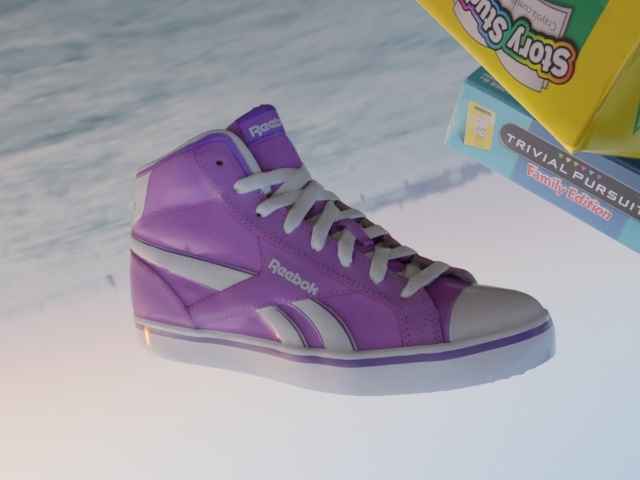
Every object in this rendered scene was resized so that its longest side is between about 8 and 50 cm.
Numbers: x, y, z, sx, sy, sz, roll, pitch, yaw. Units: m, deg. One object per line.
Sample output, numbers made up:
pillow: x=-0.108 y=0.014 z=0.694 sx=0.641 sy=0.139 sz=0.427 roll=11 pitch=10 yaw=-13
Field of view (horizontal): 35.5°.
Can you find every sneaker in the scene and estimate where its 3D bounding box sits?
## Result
sneaker: x=-0.001 y=0.000 z=0.599 sx=0.282 sy=0.161 sz=0.102 roll=4 pitch=-169 yaw=24

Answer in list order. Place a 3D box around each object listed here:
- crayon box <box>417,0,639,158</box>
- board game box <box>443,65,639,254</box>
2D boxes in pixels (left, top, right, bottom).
crayon box: x=0.191 y=-0.293 z=0.761 sx=0.106 sy=0.363 sz=0.313 roll=-2 pitch=132 yaw=-34
board game box: x=0.316 y=-0.136 z=0.957 sx=0.336 sy=0.253 sz=0.079 roll=-41 pitch=155 yaw=-40
